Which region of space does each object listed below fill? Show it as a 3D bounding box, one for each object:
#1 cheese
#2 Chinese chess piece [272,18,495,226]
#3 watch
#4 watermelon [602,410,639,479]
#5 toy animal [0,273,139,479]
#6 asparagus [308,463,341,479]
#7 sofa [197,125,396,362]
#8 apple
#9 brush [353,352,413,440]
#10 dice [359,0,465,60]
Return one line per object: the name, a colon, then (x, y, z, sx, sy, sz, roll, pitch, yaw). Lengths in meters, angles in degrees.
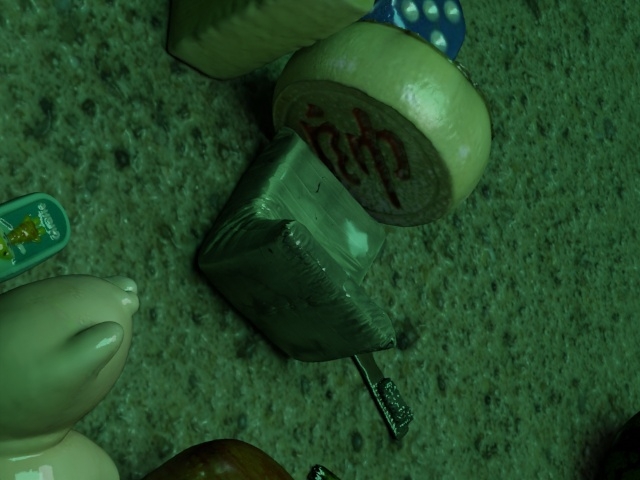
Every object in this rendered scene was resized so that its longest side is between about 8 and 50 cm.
cheese: (-0.051, -0.339, 1.622, 0.124, 0.265, 0.242, 16, 66, -40)
Chinese chess piece: (0.073, -0.138, 1.675, 0.270, 0.270, 0.112, 47, 58, -23)
watch: (-0.331, 0.024, 1.285, 0.237, 0.195, 0.068, -36, 101, -55)
watermelon: (0.525, 0.350, 1.977, 0.269, 0.269, 0.269, 16, 66, -40)
toy animal: (-0.264, 0.188, 1.220, 0.247, 0.345, 0.277, 62, 10, 5)
asparagus: (0.069, 0.338, 1.695, 0.022, 0.023, 0.233, -45, 117, 5)
sofa: (0.000, 0.000, 1.625, 0.210, 0.176, 0.225, 48, 49, -22)
apple: (-0.104, 0.307, 1.401, 0.211, 0.211, 0.188, -15, 66, -46)
brush: (0.068, 0.161, 1.746, 0.034, 0.027, 0.190, -36, 101, -47)
dice: (0.093, -0.274, 1.828, 0.143, 0.146, 0.146, 45, 50, -27)
